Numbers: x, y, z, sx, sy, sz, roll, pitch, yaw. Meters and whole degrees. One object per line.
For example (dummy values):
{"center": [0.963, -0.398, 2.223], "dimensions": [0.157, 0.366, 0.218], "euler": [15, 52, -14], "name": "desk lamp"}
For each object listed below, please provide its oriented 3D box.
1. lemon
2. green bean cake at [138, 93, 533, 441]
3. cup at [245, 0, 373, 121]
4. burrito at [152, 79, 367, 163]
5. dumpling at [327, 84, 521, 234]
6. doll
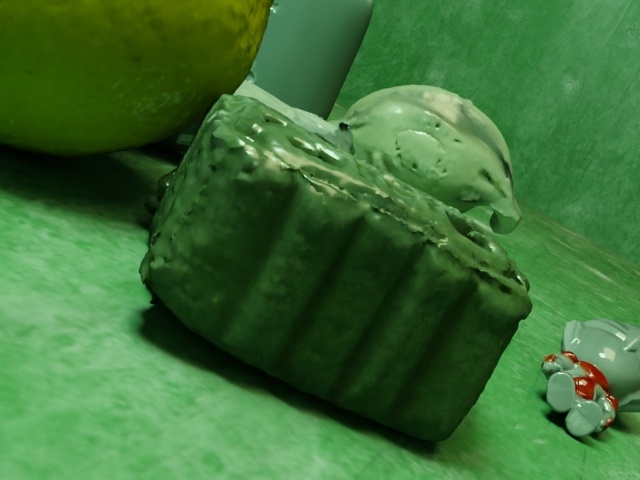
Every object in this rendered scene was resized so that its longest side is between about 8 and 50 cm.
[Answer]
{"center": [-0.168, -0.172, 0.483], "dimensions": [0.263, 0.236, 0.236], "euler": [16, 18, -25], "name": "lemon"}
{"center": [0.000, 0.000, 0.444], "dimensions": [0.222, 0.125, 0.227], "euler": [25, 10, -13], "name": "green bean cake"}
{"center": [-0.104, -0.334, 1.075], "dimensions": [0.356, 0.274, 0.259], "euler": [38, 17, 32], "name": "cup"}
{"center": [-0.106, -0.129, 0.719], "dimensions": [0.445, 0.101, 0.139], "euler": [19, 15, -30], "name": "burrito"}
{"center": [0.150, -0.130, 0.999], "dimensions": [0.318, 0.187, 0.243], "euler": [26, 18, 6], "name": "dumpling"}
{"center": [0.231, 0.109, 0.574], "dimensions": [0.180, 0.079, 0.094], "euler": [-14, 58, -50], "name": "doll"}
